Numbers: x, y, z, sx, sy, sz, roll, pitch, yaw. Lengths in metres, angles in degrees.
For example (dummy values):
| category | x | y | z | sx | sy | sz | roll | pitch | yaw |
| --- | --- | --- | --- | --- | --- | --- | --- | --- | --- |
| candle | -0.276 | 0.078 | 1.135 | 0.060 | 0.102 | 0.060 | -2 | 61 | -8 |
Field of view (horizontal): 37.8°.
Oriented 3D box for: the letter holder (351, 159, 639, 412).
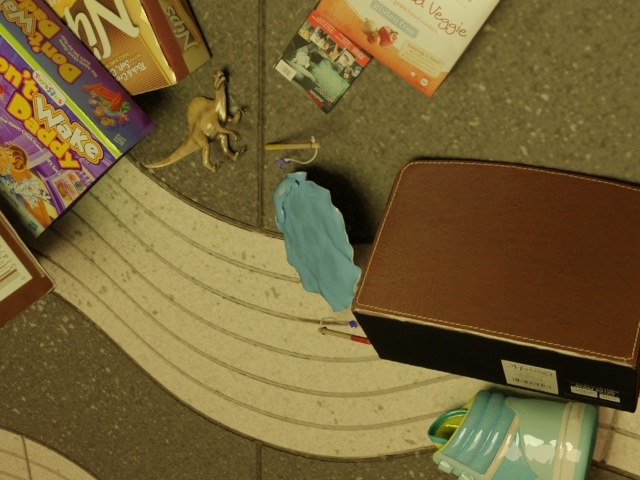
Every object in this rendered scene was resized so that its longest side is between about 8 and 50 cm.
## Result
| category | x | y | z | sx | sy | sz | roll | pitch | yaw |
| --- | --- | --- | --- | --- | --- | --- | --- | --- | --- |
| letter holder | 0.219 | 0.041 | 1.055 | 0.302 | 0.214 | 0.152 | 10 | 156 | 22 |

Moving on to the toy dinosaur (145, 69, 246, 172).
| category | x | y | z | sx | sy | sz | roll | pitch | yaw |
| --- | --- | --- | --- | --- | --- | --- | --- | --- | --- |
| toy dinosaur | -0.144 | -0.135 | 1.191 | 0.092 | 0.053 | 0.183 | 49 | 124 | 12 |

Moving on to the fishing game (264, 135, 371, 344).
| category | x | y | z | sx | sy | sz | roll | pitch | yaw |
| --- | --- | --- | --- | --- | --- | --- | --- | --- | --- |
| fishing game | 0.000 | 0.000 | 1.160 | 0.189 | 0.041 | 0.264 | 0 | 110 | 62 |

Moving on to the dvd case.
| category | x | y | z | sx | sy | sz | roll | pitch | yaw |
| --- | --- | --- | --- | --- | --- | --- | --- | --- | --- |
| dvd case | 0.007 | -0.213 | 1.072 | 0.087 | 0.013 | 0.119 | 40 | 129 | -1 |

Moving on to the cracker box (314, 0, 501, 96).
| category | x | y | z | sx | sy | sz | roll | pitch | yaw |
| --- | --- | --- | --- | --- | --- | --- | --- | --- | --- |
| cracker box | 0.116 | -0.281 | 0.935 | 0.156 | 0.067 | 0.232 | 36 | 129 | 3 |

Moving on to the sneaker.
| category | x | y | z | sx | sy | sz | roll | pitch | yaw |
| --- | --- | --- | --- | --- | --- | --- | --- | --- | --- |
| sneaker | 0.236 | 0.327 | 1.232 | 0.208 | 0.127 | 0.319 | 13 | 116 | 18 |

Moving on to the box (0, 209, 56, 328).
| category | x | y | z | sx | sy | sz | roll | pitch | yaw |
| --- | --- | --- | --- | --- | --- | --- | --- | --- | --- |
| box | -0.501 | 0.022 | 1.304 | 0.191 | 0.143 | 0.381 | 57 | 158 | -15 |

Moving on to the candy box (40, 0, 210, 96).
| category | x | y | z | sx | sy | sz | roll | pitch | yaw |
| --- | --- | --- | --- | --- | --- | --- | --- | --- | --- |
| candy box | -0.311 | -0.260 | 1.162 | 0.316 | 0.087 | 0.183 | -8 | 117 | 32 |

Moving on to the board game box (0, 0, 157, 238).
| category | x | y | z | sx | sy | sz | roll | pitch | yaw |
| --- | --- | --- | --- | --- | --- | --- | --- | --- | --- |
| board game box | -0.397 | -0.196 | 1.141 | 0.347 | 0.078 | 0.233 | 48 | 131 | -9 |
